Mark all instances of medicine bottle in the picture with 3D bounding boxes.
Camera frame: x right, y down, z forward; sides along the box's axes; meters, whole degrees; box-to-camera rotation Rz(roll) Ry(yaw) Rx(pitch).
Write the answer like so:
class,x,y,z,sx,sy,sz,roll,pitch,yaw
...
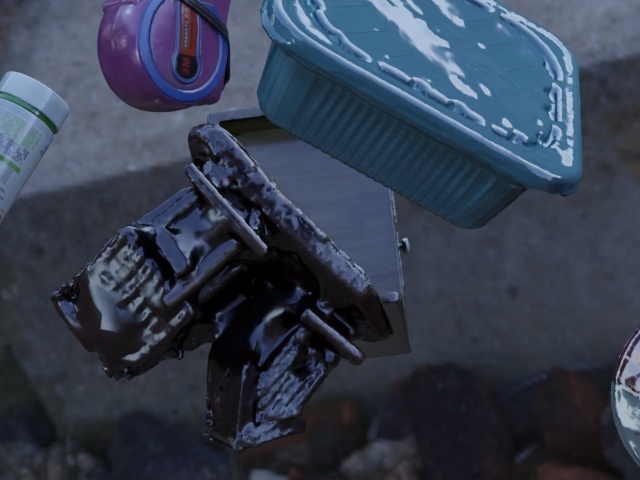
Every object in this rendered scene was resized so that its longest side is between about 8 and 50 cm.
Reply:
class,x,y,z,sx,sy,sz,roll,pitch,yaw
medicine bottle,-0.361,-0.091,1.626,0.086,0.086,0.183,22,72,23

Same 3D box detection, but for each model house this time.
class,x,y,z,sx,sy,sz,roll,pitch,yaw
model house,-0.070,0.050,1.018,0.203,0.141,0.164,45,69,2

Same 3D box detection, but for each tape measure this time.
class,x,y,z,sx,sy,sz,roll,pitch,yaw
tape measure,-0.131,-0.169,1.270,0.125,0.118,0.074,7,-6,-42

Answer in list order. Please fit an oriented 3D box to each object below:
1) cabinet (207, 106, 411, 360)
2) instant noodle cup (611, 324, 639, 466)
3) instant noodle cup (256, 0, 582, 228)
class,x,y,z,sx,sy,sz,roll,pitch,yaw
cabinet,0.000,0.000,1.235,0.148,0.215,0.175,-6,74,4
instant noodle cup,0.464,0.165,1.644,0.235,0.235,0.178,22,16,23
instant noodle cup,0.044,-0.083,0.746,0.179,0.070,0.157,29,33,-11
